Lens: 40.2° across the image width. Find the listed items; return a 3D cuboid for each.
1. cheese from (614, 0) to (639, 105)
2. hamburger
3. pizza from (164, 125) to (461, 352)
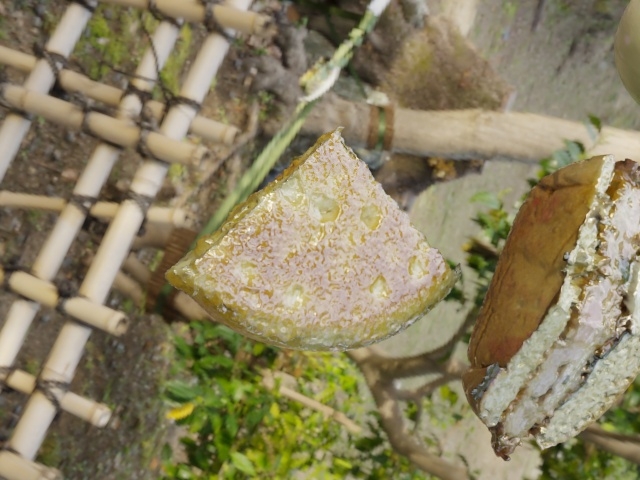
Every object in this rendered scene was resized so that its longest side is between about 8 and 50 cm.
[{"bbox_3d":[0.228,-0.125,0.501,0.227,0.137,0.064,-96,-177,-57],"label":"cheese"},{"bbox_3d":[0.248,0.053,0.884,0.282,0.155,0.245,-50,-156,27],"label":"hamburger"},{"bbox_3d":[0.000,0.000,0.769,0.292,0.058,0.197,-1,87,-30],"label":"pizza"}]
